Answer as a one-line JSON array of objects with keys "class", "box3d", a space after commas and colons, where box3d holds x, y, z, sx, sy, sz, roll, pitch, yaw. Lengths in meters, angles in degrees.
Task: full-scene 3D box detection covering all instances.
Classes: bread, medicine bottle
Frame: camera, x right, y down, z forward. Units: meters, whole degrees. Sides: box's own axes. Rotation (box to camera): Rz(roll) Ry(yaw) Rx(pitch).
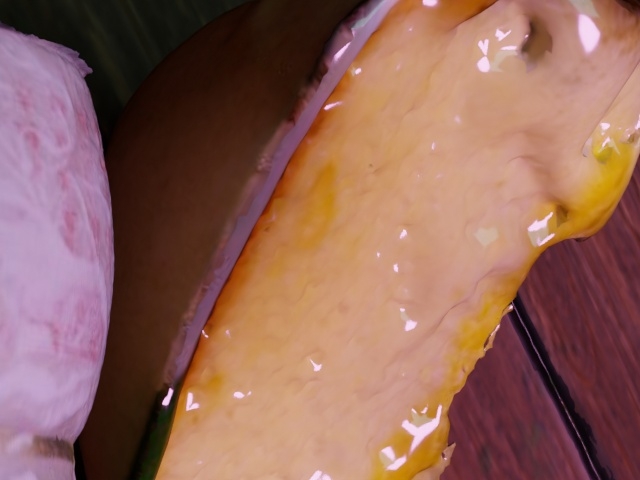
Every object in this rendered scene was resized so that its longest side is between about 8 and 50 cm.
[{"class": "bread", "box3d": [-0.001, -0.009, 0.662, 0.174, 0.133, 0.252, 10, 114, -42]}, {"class": "medicine bottle", "box3d": [-0.128, 0.024, 0.503, 0.147, 0.147, 0.143, 9, 75, -46]}]
